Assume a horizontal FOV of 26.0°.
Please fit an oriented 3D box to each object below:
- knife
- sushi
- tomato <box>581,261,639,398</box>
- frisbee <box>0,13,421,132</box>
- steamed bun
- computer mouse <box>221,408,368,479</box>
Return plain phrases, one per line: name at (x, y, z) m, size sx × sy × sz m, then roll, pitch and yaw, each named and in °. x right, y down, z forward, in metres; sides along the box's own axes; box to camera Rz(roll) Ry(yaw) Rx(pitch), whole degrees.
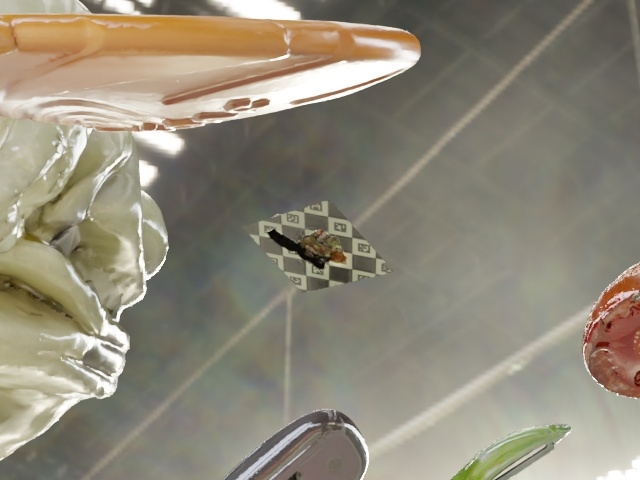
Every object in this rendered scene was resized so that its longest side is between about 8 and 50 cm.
knife at (0.073, 0.159, 0.853) m, size 0.184 × 0.022 × 0.026 m, roll -33°, pitch -59°, yaw 5°
sushi at (0.000, 0.000, 1.496) m, size 0.126 × 0.026 × 0.120 m, roll -15°, pitch -50°, yaw 36°
tomato at (0.304, 0.066, 1.221) m, size 0.159 × 0.091 × 0.139 m, roll -11°, pitch -51°, yaw 4°
frisbee at (-0.063, -0.053, 0.449) m, size 0.192 × 0.035 × 0.192 m, roll 0°, pitch 6°, yaw 0°
steamed bun at (-0.230, -0.009, 0.978) m, size 0.247 × 0.352 × 0.339 m, roll 8°, pitch -18°, yaw -8°
computer mouse at (-0.045, 0.290, 1.598) m, size 0.057 × 0.232 × 0.120 m, roll 21°, pitch -33°, yaw 59°
